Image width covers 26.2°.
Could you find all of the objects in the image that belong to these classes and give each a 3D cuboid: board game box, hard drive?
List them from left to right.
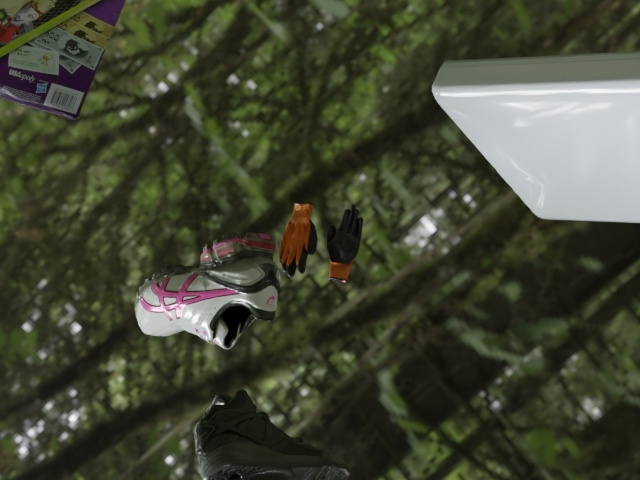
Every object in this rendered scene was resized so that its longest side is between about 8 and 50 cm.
[{"bbox_3d":[-0.357,-0.258,1.311,0.347,0.208,0.056,15,-156,-32],"label":"board game box"},{"bbox_3d":[0.264,-0.076,1.078,0.203,0.307,0.040,43,-117,-41],"label":"hard drive"}]

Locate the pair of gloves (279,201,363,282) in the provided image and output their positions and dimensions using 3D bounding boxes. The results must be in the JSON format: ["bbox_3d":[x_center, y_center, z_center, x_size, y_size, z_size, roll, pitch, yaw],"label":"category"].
[{"bbox_3d":[0.000,0.000,1.275,0.010,0.083,0.074,34,-114,-56],"label":"pair of gloves"}]

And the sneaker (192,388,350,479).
[{"bbox_3d":[-0.063,0.248,1.692,0.227,0.087,0.130,14,-142,-38],"label":"sneaker"}]

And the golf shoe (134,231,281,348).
[{"bbox_3d":[-0.106,0.059,1.227,0.067,0.186,0.086,8,-115,-39],"label":"golf shoe"}]
